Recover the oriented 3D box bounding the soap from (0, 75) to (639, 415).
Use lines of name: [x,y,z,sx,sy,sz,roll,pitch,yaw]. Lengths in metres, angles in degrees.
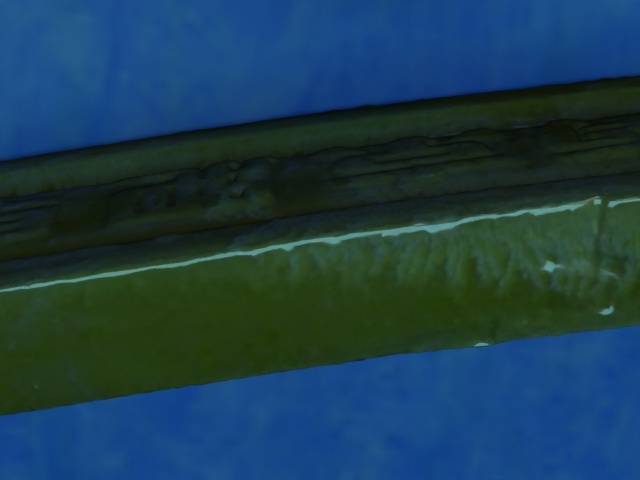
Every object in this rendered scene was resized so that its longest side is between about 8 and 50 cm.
soap: [0.000,-0.001,0.420,0.252,0.092,0.037,-7,109,-1]
